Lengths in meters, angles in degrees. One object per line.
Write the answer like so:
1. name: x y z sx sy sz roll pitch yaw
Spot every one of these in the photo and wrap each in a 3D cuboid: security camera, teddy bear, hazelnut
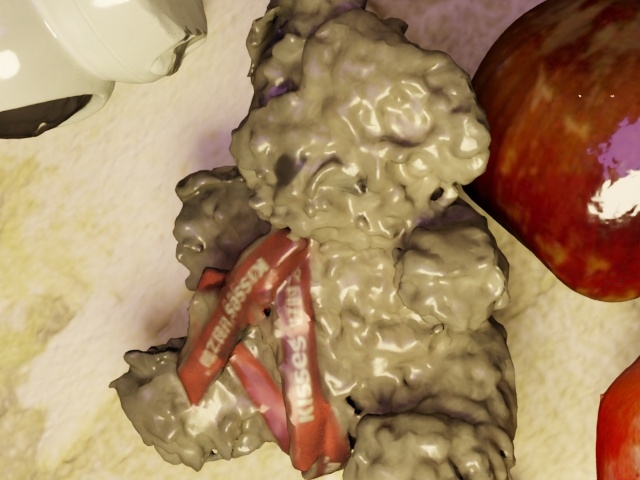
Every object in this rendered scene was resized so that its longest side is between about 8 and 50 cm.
1. security camera: -0.227 -0.174 1.525 0.236 0.194 0.195 -26 82 13
2. teddy bear: 0.000 0.000 1.383 0.357 0.224 0.368 17 127 47
3. hazelnut: 0.212 -0.071 1.382 0.218 0.218 0.234 -55 36 9

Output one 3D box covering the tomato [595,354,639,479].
1. tomato: 0.281 0.157 1.358 0.184 0.208 0.208 -7 87 15
